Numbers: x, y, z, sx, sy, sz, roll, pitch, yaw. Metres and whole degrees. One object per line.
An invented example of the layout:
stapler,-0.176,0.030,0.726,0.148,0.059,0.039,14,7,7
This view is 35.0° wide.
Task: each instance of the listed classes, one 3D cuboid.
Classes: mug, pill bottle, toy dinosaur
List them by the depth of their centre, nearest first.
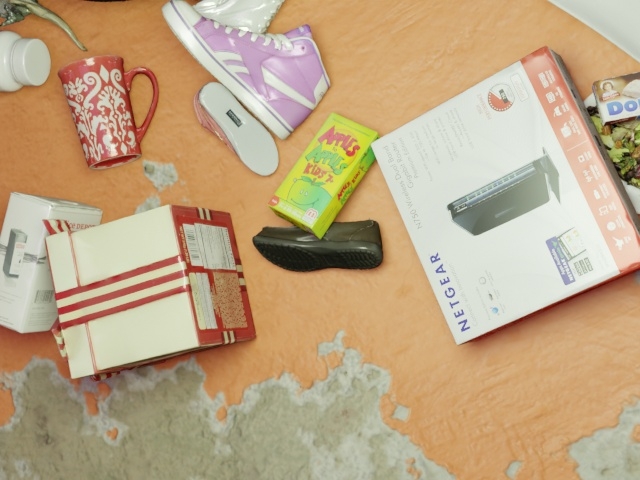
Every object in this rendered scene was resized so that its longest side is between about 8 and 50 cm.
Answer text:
mug,-0.350,-0.217,1.704,0.150,0.113,0.169,-16,87,20
toy dinosaur,-0.529,-0.413,1.765,0.268,0.118,0.064,38,110,17
pill bottle,-0.572,-0.315,1.782,0.180,0.108,0.108,5,90,18

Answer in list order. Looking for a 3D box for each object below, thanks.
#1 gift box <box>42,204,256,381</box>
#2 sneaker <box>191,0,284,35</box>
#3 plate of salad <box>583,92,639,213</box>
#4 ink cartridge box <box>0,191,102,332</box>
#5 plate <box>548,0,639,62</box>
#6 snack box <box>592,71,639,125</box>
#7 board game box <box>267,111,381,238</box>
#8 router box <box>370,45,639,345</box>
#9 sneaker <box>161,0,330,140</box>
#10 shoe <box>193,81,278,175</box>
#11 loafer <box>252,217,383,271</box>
gift box,-0.286,0.072,1.590,0.258,0.276,0.255,-15,78,19
sneaker,-0.105,-0.366,1.645,0.232,0.090,0.115,-25,94,19
plate of salad,0.453,-0.138,1.456,0.200,0.048,0.200,0,89,19
ink cartridge box,-0.465,0.036,1.707,0.092,0.158,0.218,18,94,19
plate,0.453,-0.417,1.418,0.278,0.045,0.277,31,108,-7
snack box,0.479,-0.210,1.433,0.178,0.022,0.064,-12,75,1
board game box,0.009,-0.102,1.571,0.092,0.043,0.181,28,78,31
router box,0.274,-0.058,1.471,0.301,0.082,0.335,-28,77,24
sneaker,-0.105,-0.306,1.585,0.161,0.102,0.282,-46,115,7
shoe,-0.139,-0.180,1.657,0.063,0.081,0.178,-42,104,-13
loafer,0.000,0.000,1.602,0.220,0.080,0.078,4,57,20
